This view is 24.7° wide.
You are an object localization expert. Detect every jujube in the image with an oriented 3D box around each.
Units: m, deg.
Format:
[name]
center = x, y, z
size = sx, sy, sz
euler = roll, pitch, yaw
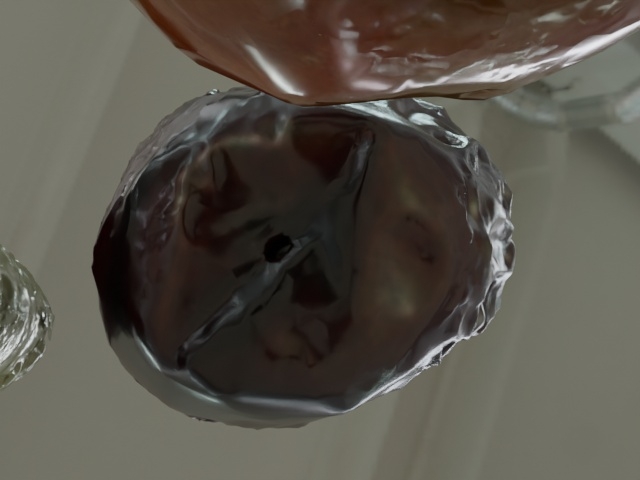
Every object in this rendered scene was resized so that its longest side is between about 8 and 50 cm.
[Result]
[jujube]
center = 0.000, 0.000, 0.979
size = 0.376, 0.258, 0.258
euler = -38, -67, -70

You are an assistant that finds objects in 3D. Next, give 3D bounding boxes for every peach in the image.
[peach]
center = 0.041, -0.147, 0.423
size = 0.235, 0.214, 0.214
euler = -1, -93, -6

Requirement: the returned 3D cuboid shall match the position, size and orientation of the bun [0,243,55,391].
[bun]
center = -0.366, 0.022, 1.034
size = 0.360, 0.359, 0.211
euler = 44, -102, -27
